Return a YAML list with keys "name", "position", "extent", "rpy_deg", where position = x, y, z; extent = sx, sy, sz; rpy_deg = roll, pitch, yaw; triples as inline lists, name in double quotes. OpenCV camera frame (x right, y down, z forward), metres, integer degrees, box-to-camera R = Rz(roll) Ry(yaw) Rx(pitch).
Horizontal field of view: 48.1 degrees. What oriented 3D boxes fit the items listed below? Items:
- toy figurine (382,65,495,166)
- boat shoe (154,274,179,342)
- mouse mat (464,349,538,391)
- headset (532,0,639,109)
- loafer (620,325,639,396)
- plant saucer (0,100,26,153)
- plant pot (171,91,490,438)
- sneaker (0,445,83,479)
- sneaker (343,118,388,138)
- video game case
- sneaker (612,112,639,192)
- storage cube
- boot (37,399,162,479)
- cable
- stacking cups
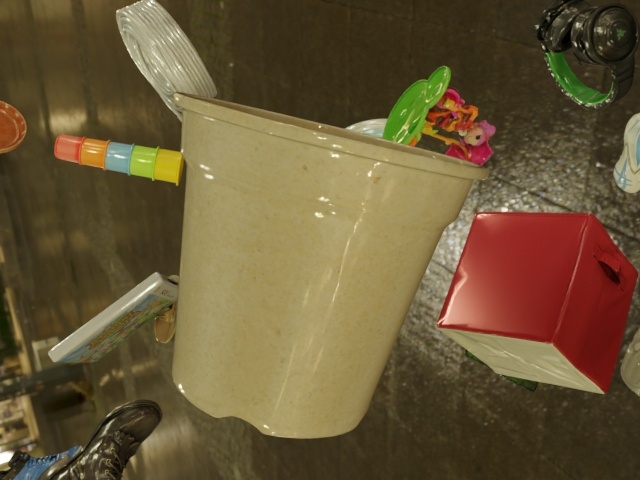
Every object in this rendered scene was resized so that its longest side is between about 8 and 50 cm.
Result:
- name: "toy figurine"
  position: [0.211, -0.176, 1.141]
  extent: [0.173, 0.159, 0.130]
  rpy_deg: [-45, 28, 44]
- name: "boat shoe"
  position: [-0.303, 0.133, 1.393]
  extent: [0.050, 0.045, 0.135]
  rpy_deg: [9, 90, 18]
- name: "mouse mat"
  position: [0.461, 0.277, 1.774]
  extent: [0.190, 0.152, 0.007]
  rpy_deg: [29, 136, 9]
- name: "headset"
  position: [0.554, -0.455, 1.573]
  extent: [0.243, 0.185, 0.394]
  rpy_deg: [47, 163, 50]
- name: "loafer"
  position: [0.448, 0.058, 0.721]
  extent: [0.111, 0.319, 0.112]
  rpy_deg: [42, -168, -15]
- name: "plant saucer"
  position: [-0.400, -0.137, 0.865]
  extent: [0.013, 0.084, 0.083]
  rpy_deg: [-52, 56, 48]
- name: "plant pot"
  position: [-0.021, 0.028, 0.777]
  extent: [0.334, 0.334, 0.305]
  rpy_deg: [29, 108, 56]
- name: "sneaker"
  position: [-0.498, 0.395, 1.263]
  extent: [0.084, 0.152, 0.058]
  rpy_deg: [52, 177, -6]
- name: "sneaker"
  position: [0.067, -0.143, 1.600]
  extent: [0.127, 0.319, 0.208]
  rpy_deg: [69, -173, -59]
- name: "video game case"
  position: [-0.334, 0.136, 1.218]
  extent: [0.023, 0.212, 0.193]
  rpy_deg: [52, 175, 9]
- name: "sneaker"
  position: [0.679, -0.169, 1.515]
  extent: [0.086, 0.085, 0.237]
  rpy_deg: [49, 171, 34]
- name: "storage cube"
  position: [0.314, 0.086, 1.037]
  extent: [0.215, 0.184, 0.193]
  rpy_deg: [2, 62, 46]
- name: "boot"
  position: [-0.333, 0.401, 1.160]
  extent: [0.229, 0.263, 0.091]
  rpy_deg: [30, 156, 53]
- name: "cable"
  position: [-0.323, -0.383, 1.509]
  extent: [0.257, 0.089, 0.257]
  rpy_deg: [48, 166, 19]
- name: "stacking cups"
  position: [-0.512, -0.218, 1.836]
  extent: [0.096, 0.317, 0.095]
  rpy_deg: [-169, 90, -82]
